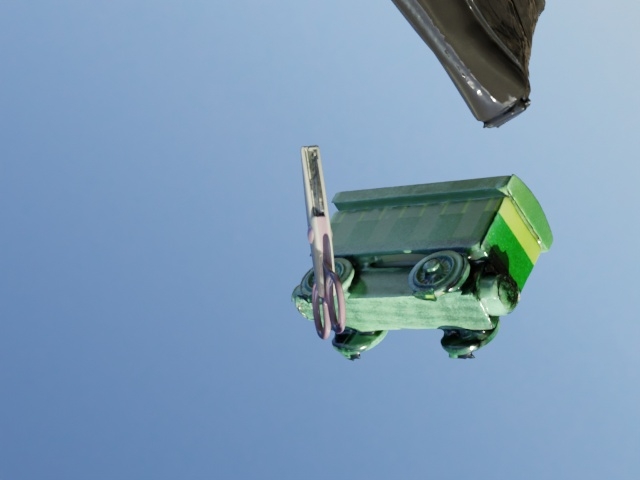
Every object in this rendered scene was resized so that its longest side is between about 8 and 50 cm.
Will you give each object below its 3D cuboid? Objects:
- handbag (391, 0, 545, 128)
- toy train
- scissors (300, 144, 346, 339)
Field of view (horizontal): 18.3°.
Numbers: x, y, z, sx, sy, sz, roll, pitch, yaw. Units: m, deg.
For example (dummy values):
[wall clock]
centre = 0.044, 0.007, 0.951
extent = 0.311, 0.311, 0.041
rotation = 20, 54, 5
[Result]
[handbag]
centre = 0.102, -0.231, 1.654
extent = 0.247, 0.080, 0.223
rotation = 50, -159, -17
[toy train]
centre = 0.111, 0.031, 2.291
extent = 0.120, 0.301, 0.202
rotation = 55, -132, -32
[scissors]
centre = 0.000, 0.000, 1.798
extent = 0.085, 0.022, 0.176
rotation = 147, 118, -72
